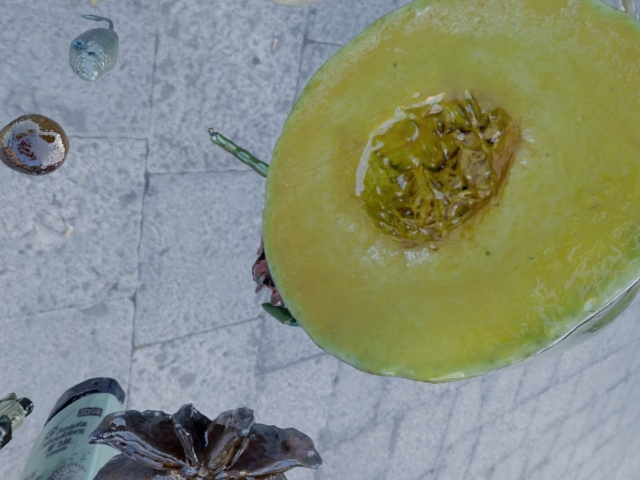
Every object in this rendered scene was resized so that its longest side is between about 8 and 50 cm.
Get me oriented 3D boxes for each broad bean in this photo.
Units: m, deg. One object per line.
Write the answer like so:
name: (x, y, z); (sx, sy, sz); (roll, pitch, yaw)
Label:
broad bean: (-0.216, -0.235, 1.651); (0.227, 0.069, 0.039); (33, 88, -23)

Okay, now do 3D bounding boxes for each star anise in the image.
star anise: (-0.067, 0.131, 0.354); (0.141, 0.042, 0.141); (1, 132, 1)

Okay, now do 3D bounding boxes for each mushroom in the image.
mushroom: (-0.499, -0.163, 1.054); (0.123, 0.052, 0.123); (-29, 144, -23)

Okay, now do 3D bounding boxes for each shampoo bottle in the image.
shampoo bottle: (-0.341, 0.326, 0.783); (0.134, 0.359, 0.078); (-24, 118, 4)

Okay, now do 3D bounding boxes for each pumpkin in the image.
pumpkin: (0.138, -0.031, 0.528); (0.199, 0.332, 0.332); (30, 90, -50)

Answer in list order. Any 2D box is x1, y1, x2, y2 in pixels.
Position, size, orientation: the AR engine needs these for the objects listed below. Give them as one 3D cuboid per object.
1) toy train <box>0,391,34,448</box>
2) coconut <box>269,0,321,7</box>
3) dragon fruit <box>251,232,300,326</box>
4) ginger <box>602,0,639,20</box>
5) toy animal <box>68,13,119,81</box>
toy train: (-0.419, 0.244, 0.695); (0.085, 0.249, 0.053); (-14, 98, 7)
coconut: (-0.058, -0.736, 1.447); (0.329, 0.329, 0.328); (-23, 127, -34)
dragon fruit: (0.000, 0.000, 1.004); (0.234, 0.234, 0.292); (16, 79, -48)
ginger: (0.289, -0.269, 0.869); (0.155, 0.304, 0.244); (15, 80, -43)
toy animal: (-0.400, -0.364, 1.088); (0.079, 0.252, 0.070); (20, 127, -27)
